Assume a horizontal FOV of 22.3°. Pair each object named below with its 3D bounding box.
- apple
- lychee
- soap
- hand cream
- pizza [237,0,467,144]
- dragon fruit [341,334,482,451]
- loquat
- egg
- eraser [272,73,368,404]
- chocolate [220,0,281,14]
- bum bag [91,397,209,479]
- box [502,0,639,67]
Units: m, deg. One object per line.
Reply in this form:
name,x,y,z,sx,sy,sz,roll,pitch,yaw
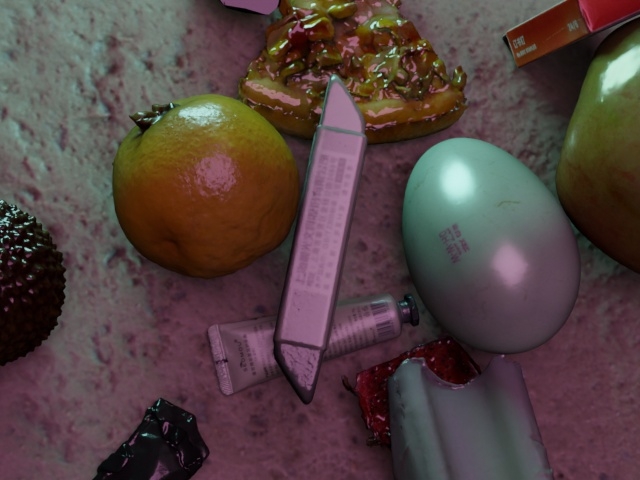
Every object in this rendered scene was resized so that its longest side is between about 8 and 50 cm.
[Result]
apple,0.406,-0.109,1.786,0.277,0.319,0.319,27,76,2
lychee,-0.351,0.043,1.686,0.188,0.188,0.188,2,80,-10
soap,0.162,0.311,1.750,0.159,0.258,0.302,-6,58,-8
hand cream,-0.005,0.106,1.808,0.234,0.050,0.080,-14,87,-8
pizza,0.062,-0.227,1.864,0.251,0.074,0.287,25,79,-8
dragon fruit,0.110,0.173,1.798,0.147,0.096,0.102,-26,71,2
loquat,-0.124,-0.061,1.731,0.208,0.208,0.208,2,80,-10
egg,0.182,0.003,1.782,0.183,0.183,0.264,-14,58,-13
eraser,0.000,0.000,1.756,0.061,0.089,0.352,12,83,-2
chocolate,-0.101,-0.316,1.846,0.125,0.080,0.148,-16,91,-1
bum bag,-0.200,0.261,1.739,0.087,0.049,0.197,40,76,3
box,0.300,-0.254,1.831,0.123,0.229,0.050,-24,93,-14
